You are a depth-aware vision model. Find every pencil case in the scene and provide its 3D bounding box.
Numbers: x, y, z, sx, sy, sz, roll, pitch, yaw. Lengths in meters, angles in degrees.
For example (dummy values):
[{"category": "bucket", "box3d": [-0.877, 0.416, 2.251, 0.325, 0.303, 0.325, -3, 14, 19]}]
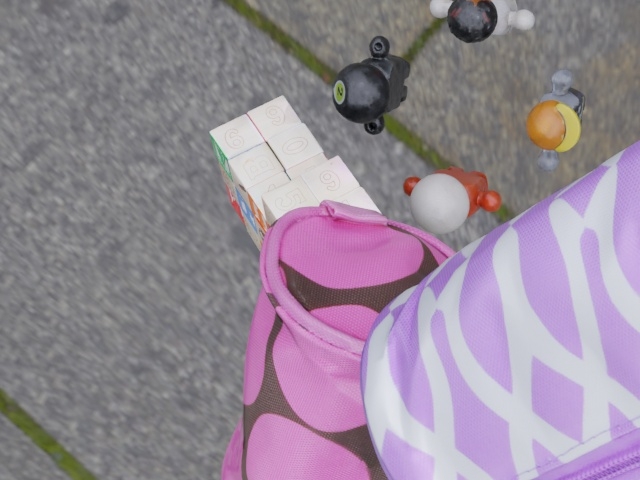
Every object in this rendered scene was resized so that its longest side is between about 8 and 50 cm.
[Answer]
[{"category": "pencil case", "box3d": [0.000, 0.081, 0.588, 0.095, 0.209, 0.098, 9, 39, -9]}, {"category": "pencil case", "box3d": [0.093, 0.017, 0.378, 0.086, 0.206, 0.088, 39, 46, -16]}]

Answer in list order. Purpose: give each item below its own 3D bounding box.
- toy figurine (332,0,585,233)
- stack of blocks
[{"category": "toy figurine", "box3d": [0.142, -0.134, 1.574, 0.209, 0.148, 0.213, -33, 90, 21]}, {"category": "stack of blocks", "box3d": [0.000, 0.000, 1.541, 0.087, 0.171, 0.297, -27, 57, -10]}]
